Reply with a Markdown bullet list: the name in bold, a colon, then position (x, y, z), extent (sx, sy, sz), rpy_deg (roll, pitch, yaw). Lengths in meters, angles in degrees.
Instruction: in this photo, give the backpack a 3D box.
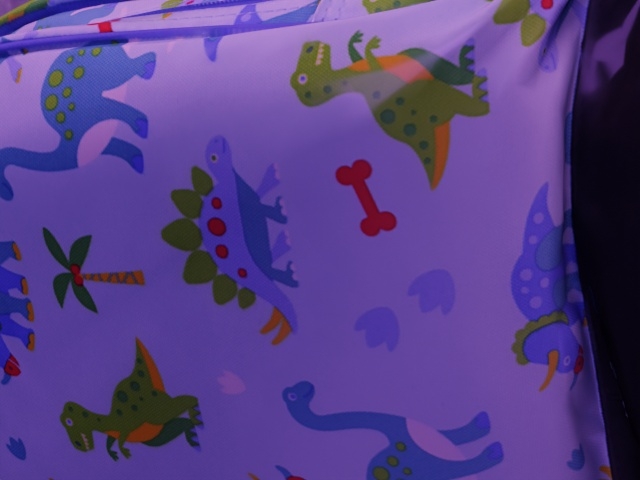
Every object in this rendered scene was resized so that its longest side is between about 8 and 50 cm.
- **backpack**: position (0.000, 0.000, 0.506), extent (0.355, 0.273, 0.290), rpy_deg (13, 122, 39)
